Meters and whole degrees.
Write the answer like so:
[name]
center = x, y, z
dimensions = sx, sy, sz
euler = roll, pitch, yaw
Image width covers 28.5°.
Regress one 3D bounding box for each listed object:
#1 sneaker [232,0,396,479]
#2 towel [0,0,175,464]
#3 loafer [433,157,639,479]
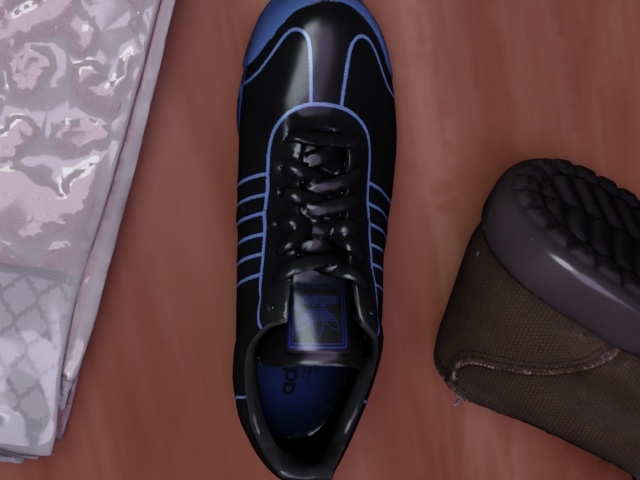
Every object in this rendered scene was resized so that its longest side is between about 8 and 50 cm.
[sneaker]
center = 0.000, 0.000, 0.585
dimensions = 0.081, 0.090, 0.232
euler = 0, 108, -10
[towel]
center = -0.241, -0.067, 0.542
dimensions = 0.331, 0.053, 0.317
euler = 11, 105, -14
[loafer]
center = 0.213, 0.096, 0.651
dimensions = 0.366, 0.134, 0.130
euler = 33, 122, -8
